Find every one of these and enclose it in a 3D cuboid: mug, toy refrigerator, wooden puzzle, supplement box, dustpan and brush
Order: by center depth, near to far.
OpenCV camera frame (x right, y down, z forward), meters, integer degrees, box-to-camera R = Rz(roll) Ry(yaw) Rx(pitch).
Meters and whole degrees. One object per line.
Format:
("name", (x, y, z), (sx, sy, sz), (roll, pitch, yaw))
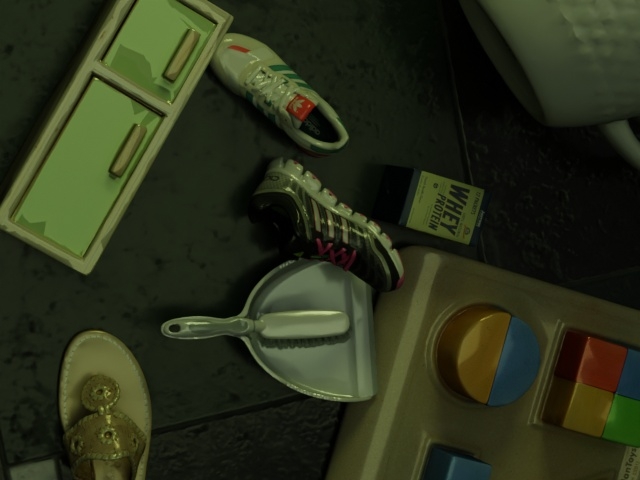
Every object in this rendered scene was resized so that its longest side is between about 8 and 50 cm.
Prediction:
("toy refrigerator", (-0.193, -0.110, 1.629), (0.102, 0.094, 0.269), (31, 85, -16))
("mug", (0.327, -0.222, 1.686), (0.328, 0.276, 0.374), (-32, 110, 0))
("dustpan and brush", (-0.047, 0.082, 1.695), (0.211, 0.060, 0.147), (-2, 81, -10))
("supplement box", (0.106, -0.034, 1.728), (0.083, 0.083, 0.056), (16, 91, -18))
("wooden puzzle", (0.196, 0.200, 1.774), (0.348, 0.080, 0.322), (17, 90, -17))

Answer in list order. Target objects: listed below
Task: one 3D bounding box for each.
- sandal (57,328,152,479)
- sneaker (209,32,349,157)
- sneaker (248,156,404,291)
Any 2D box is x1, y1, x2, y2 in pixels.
("sandal", (-0.192, 0.205, 1.661), (0.088, 0.079, 0.240), (-2, 95, -16))
("sneaker", (-0.034, -0.137, 1.683), (0.161, 0.075, 0.057), (42, 82, -15))
("sneaker", (0.000, 0.000, 1.686), (0.170, 0.063, 0.075), (41, 59, 4))
